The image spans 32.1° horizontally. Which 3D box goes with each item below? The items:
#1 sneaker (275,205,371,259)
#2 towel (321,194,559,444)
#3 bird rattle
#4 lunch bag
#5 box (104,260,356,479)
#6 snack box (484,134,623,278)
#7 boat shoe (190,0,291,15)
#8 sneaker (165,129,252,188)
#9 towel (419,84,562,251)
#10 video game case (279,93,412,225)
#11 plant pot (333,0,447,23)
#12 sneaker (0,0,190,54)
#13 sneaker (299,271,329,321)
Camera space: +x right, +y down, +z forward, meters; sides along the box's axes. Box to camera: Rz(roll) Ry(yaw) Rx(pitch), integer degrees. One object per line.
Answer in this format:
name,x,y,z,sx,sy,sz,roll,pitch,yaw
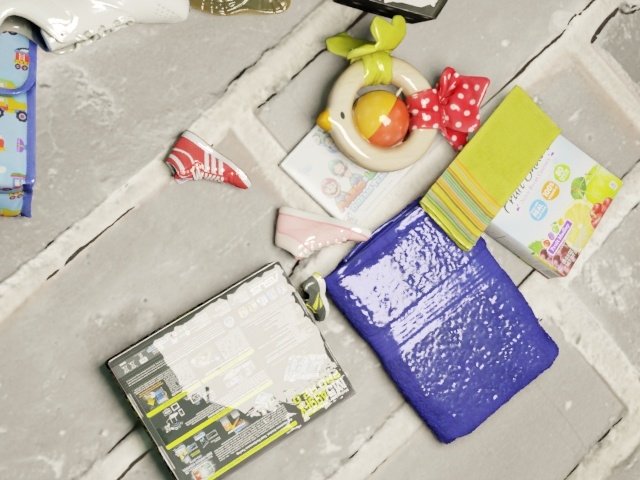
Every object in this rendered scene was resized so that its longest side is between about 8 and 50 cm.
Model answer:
sneaker,0.000,0.000,1.547,0.134,0.051,0.070,13,83,6
towel,0.171,0.106,1.584,0.228,0.076,0.308,-37,95,-9
bird rattle,0.103,-0.190,1.570,0.253,0.143,0.207,40,77,-23
lunch bag,-0.476,-0.189,1.422,0.221,0.138,0.293,2,71,-17
box,-0.120,0.185,1.502,0.270,0.060,0.216,-32,94,-15
snack box,0.311,-0.072,1.634,0.207,0.070,0.174,35,77,-8
boat shoe,-0.119,-0.341,1.562,0.153,0.048,0.056,0,97,-8
sneaker,-0.156,-0.092,1.525,0.118,0.042,0.067,36,73,-1
towel,0.242,-0.103,1.562,0.102,0.021,0.237,45,73,-16
video game case,0.043,-0.114,1.592,0.143,0.019,0.157,43,77,-7
plant pot,0.109,-0.402,1.561,0.188,0.187,0.166,12,95,-14
sneaker,-0.314,-0.299,1.449,0.297,0.111,0.129,-1,75,-23
sneaker,-0.011,0.081,1.539,0.035,0.031,0.083,-26,130,-22
